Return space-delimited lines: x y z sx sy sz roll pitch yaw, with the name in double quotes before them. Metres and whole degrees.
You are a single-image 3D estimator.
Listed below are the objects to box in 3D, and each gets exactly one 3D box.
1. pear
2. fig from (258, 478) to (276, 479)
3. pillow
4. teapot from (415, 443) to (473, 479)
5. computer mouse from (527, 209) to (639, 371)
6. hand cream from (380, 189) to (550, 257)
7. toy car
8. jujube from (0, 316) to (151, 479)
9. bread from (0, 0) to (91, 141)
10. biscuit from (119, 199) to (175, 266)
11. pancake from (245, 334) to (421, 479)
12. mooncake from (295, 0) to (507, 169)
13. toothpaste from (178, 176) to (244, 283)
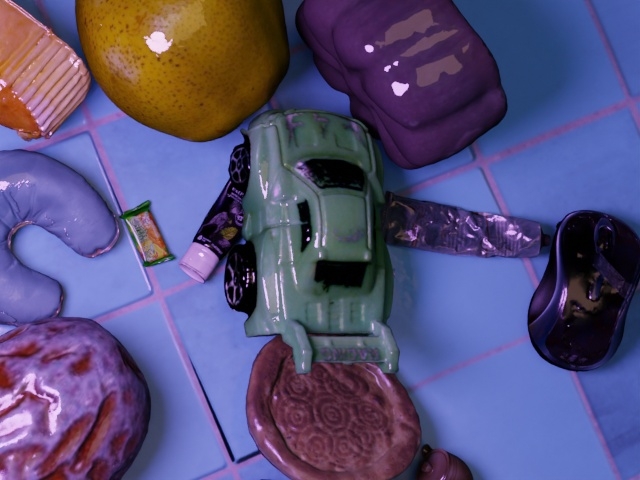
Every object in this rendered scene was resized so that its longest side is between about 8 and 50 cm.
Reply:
"pear" -0.179 -0.276 1.775 0.294 0.294 0.294 1 83 -11
"fig" -0.069 0.442 1.663 0.286 0.368 0.286 0 87 -1
"pillow" -0.397 -0.002 1.793 0.214 0.086 0.233 37 79 -10
"teapot" 0.152 0.334 1.879 0.080 0.085 0.110 33 107 -28
"computer mouse" 0.375 0.068 1.928 0.137 0.096 0.233 14 82 -9
"hand cream" 0.204 -0.015 1.927 0.248 0.052 0.075 8 80 -10
"toy car" 0.000 0.000 1.805 0.213 0.176 0.358 4 81 -25
"jujube" -0.354 0.237 1.702 0.246 0.215 0.308 35 77 -6
"bread" -0.428 -0.232 1.769 0.250 0.179 0.133 39 69 -13
"biscuit" -0.236 -0.006 1.858 0.046 0.016 0.089 -24 88 -13
"pancake" 0.014 0.225 1.816 0.250 0.031 0.250 12 52 -16
"mooncake" 0.102 -0.236 1.825 0.154 0.306 0.306 -36 91 -7
"toothpaste" -0.125 -0.033 1.872 0.071 0.045 0.193 37 72 -8
